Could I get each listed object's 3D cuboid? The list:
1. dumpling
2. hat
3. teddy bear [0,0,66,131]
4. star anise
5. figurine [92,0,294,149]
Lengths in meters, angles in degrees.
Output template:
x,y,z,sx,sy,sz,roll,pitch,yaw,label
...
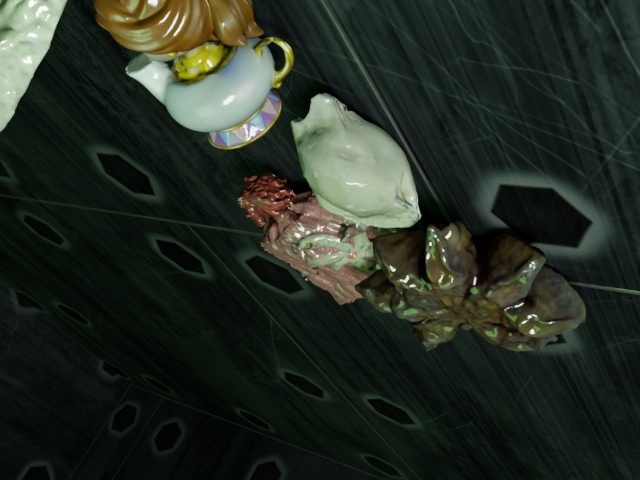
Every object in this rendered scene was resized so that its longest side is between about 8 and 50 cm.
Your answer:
x,y,z,sx,sy,sz,roll,pitch,yaw,label
0.035,-0.086,0.976,0.136,0.118,0.199,-12,117,53,dumpling
0.000,0.000,1.181,0.286,0.107,0.237,33,140,-20,hat
-0.386,-0.344,0.718,0.362,0.375,0.327,29,-179,-34,teddy bear
0.194,0.073,1.079,0.315,0.108,0.315,13,145,9,star anise
-0.139,-0.225,0.876,0.190,0.142,0.263,-16,136,16,figurine
